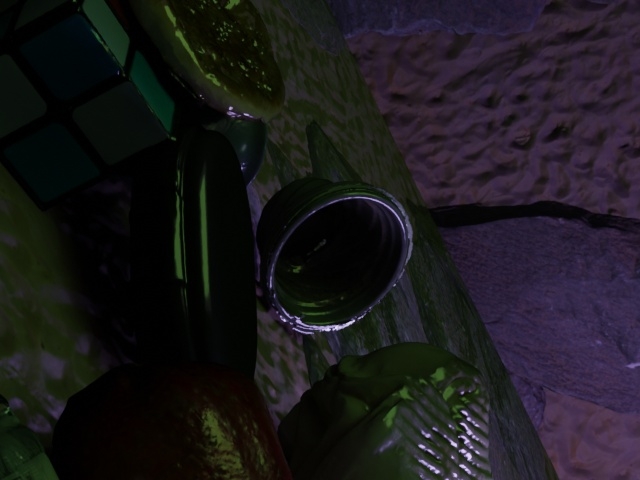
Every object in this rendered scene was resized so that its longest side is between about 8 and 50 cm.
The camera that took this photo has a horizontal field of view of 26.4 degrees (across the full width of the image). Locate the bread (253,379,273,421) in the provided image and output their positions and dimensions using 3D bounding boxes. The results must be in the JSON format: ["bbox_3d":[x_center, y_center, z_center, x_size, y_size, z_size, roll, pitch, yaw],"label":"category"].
[{"bbox_3d":[-0.091,0.187,1.553,0.085,0.053,0.085,156,-90,-84],"label":"bread"}]

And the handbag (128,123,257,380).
[{"bbox_3d":[-0.134,0.027,1.437,0.254,0.093,0.308,52,34,-73],"label":"handbag"}]

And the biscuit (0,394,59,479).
[{"bbox_3d":[-0.205,0.262,0.985,0.309,0.079,0.186,62,13,-2],"label":"biscuit"}]

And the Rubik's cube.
[{"bbox_3d":[-0.254,-0.171,1.387,0.183,0.167,0.180,53,19,-30],"label":"Rubik's cube"}]

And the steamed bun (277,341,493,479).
[{"bbox_3d":[0.064,0.286,1.620,0.309,0.219,0.324,-11,99,-60],"label":"steamed bun"}]

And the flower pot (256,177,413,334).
[{"bbox_3d":[0.000,0.000,1.930,0.235,0.235,0.140,51,-3,-39],"label":"flower pot"}]

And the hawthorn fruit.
[{"bbox_3d":[-0.119,0.219,1.138,0.215,0.215,0.250,-16,88,-75],"label":"hawthorn fruit"}]

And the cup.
[{"bbox_3d":[-0.182,-0.126,1.588,0.150,0.199,0.199,-23,86,-58],"label":"cup"}]

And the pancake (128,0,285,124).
[{"bbox_3d":[-0.121,-0.236,1.493,0.282,0.049,0.282,47,24,-29],"label":"pancake"}]
